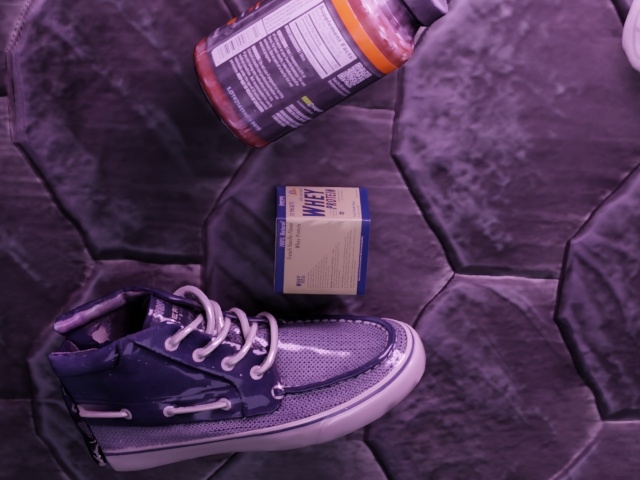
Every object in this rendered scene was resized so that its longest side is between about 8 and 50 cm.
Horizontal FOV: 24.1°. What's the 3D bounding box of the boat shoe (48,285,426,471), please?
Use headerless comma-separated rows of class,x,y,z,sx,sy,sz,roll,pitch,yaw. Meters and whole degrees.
boat shoe,-0.085,0.107,1.371,0.341,0.127,0.158,-16,130,10

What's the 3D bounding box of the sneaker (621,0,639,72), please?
sneaker,0.389,-0.157,1.236,0.292,0.110,0.118,18,129,-4

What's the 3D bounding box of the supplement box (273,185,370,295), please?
supplement box,0.000,0.000,1.347,0.083,0.056,0.083,1,123,-3

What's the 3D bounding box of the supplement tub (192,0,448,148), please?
supplement tub,0.002,-0.163,1.212,0.198,0.106,0.106,-29,119,16
